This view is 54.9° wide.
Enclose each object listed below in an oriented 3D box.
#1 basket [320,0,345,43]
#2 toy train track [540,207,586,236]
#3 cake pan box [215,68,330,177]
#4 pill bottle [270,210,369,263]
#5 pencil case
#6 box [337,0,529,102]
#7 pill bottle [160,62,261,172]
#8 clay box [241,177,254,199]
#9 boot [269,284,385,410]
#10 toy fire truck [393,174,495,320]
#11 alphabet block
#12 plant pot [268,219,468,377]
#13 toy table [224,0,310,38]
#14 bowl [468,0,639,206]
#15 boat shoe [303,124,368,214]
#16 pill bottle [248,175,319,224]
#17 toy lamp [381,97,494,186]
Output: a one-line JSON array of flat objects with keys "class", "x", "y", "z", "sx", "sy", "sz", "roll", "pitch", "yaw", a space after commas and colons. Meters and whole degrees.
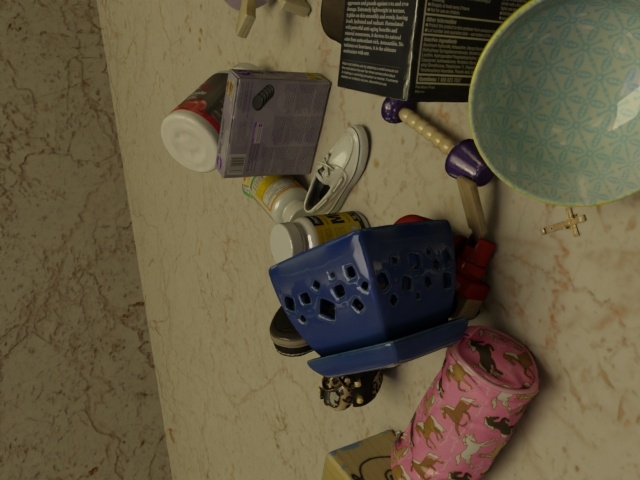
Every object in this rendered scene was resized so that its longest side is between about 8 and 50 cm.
[{"class": "basket", "x": 0.126, "y": -0.413, "z": 1.169, "sx": 0.226, "sy": 0.154, "sz": 0.204, "roll": 54, "pitch": 139, "yaw": 31}, {"class": "toy train track", "x": 0.381, "y": -0.024, "z": 0.977, "sx": 0.083, "sy": 0.014, "sz": 0.048, "roll": -27, "pitch": 74, "yaw": 57}, {"class": "cake pan box", "x": -0.117, "y": -0.272, "z": 1.483, "sx": 0.070, "sy": 0.246, "sz": 0.266, "roll": 51, "pitch": 138, "yaw": 44}, {"class": "pill bottle", "x": 0.000, "y": 0.000, "z": 1.393, "sx": 0.119, "sy": 0.209, "sz": 0.119, "roll": 18, "pitch": 112, "yaw": 54}, {"class": "pencil case", "x": 0.252, "y": 0.330, "z": 1.129, "sx": 0.160, "sy": 0.167, "sz": 0.386, "roll": -86, "pitch": 12, "yaw": -54}, {"class": "box", "x": 0.202, "y": -0.364, "z": 0.921, "sx": 0.183, "sy": 0.297, "sz": 0.293, "roll": 31, "pitch": 121, "yaw": 51}, {"class": "pill bottle", "x": -0.258, "y": -0.334, "z": 1.615, "sx": 0.177, "sy": 0.318, "sz": 0.176, "roll": 18, "pitch": 138, "yaw": 17}, {"class": "clay box", "x": -0.173, "y": -0.227, "z": 1.758, "sx": 0.127, "sy": 0.053, "sz": 0.221, "roll": 32, "pitch": 124, "yaw": 50}, {"class": "boot", "x": 0.035, "y": 0.225, "z": 1.279, "sx": 0.138, "sy": 0.377, "sz": 0.284, "roll": 8, "pitch": 112, "yaw": 26}, {"class": "toy fire truck", "x": 0.223, "y": -0.001, "z": 1.134, "sx": 0.217, "sy": 0.159, "sz": 0.246, "roll": 37, "pitch": 107, "yaw": 42}, {"class": "alphabet block", "x": 0.127, "y": 0.569, "z": 1.343, "sx": 0.197, "sy": 0.193, "sz": 0.193, "roll": 37, "pitch": 128, "yaw": 47}, {"class": "plant pot", "x": 0.090, "y": 0.101, "z": 1.030, "sx": 0.236, "sy": 0.236, "sz": 0.212, "roll": -24, "pitch": 80, "yaw": 45}, {"class": "toy table", "x": -0.151, "y": -0.633, "z": 1.491, "sx": 0.274, "sy": 0.252, "sz": 0.160, "roll": 116, "pitch": 152, "yaw": -53}, {"class": "bowl", "x": 0.345, "y": -0.206, "z": 0.832, "sx": 0.156, "sy": 0.290, "sz": 0.289, "roll": -69, "pitch": -7, "yaw": -60}, {"class": "boat shoe", "x": 0.031, "y": -0.154, "z": 1.426, "sx": 0.095, "sy": 0.084, "sz": 0.258, "roll": 56, "pitch": 139, "yaw": 35}, {"class": "pill bottle", "x": -0.093, "y": -0.105, "z": 1.600, "sx": 0.208, "sy": 0.118, "sz": 0.117, "roll": 47, "pitch": 134, "yaw": 42}, {"class": "toy lamp", "x": 0.217, "y": -0.189, "z": 1.141, "sx": 0.274, "sy": 0.080, "sz": 0.080, "roll": 53, "pitch": 137, "yaw": 42}]
